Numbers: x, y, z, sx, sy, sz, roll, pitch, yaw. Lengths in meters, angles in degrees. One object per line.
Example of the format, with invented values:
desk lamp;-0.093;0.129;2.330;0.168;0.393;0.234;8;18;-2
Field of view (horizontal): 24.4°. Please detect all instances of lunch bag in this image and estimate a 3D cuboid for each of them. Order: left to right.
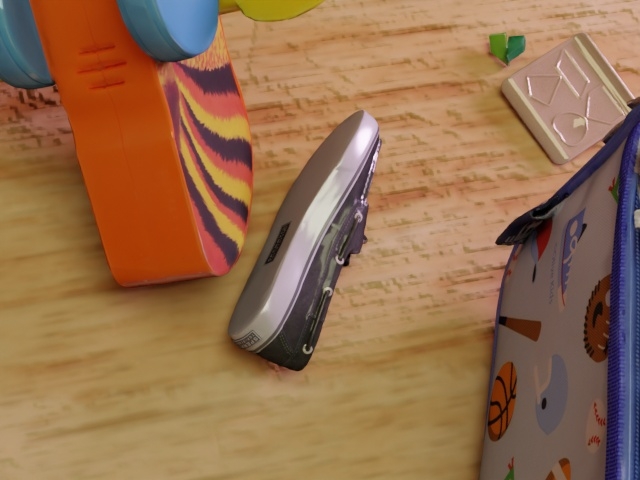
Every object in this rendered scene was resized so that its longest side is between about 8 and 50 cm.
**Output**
lunch bag;0.149;0.086;0.636;0.115;0.243;0.303;10;69;-10

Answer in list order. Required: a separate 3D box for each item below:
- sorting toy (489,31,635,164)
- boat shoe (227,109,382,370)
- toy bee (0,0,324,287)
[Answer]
sorting toy;0.130;-0.089;0.824;0.062;0.012;0.083;-33;84;-18
boat shoe;0.000;0.000;0.744;0.040;0.049;0.142;35;66;-20
toy bee;-0.081;-0.138;0.691;0.195;0.298;0.162;12;33;12
